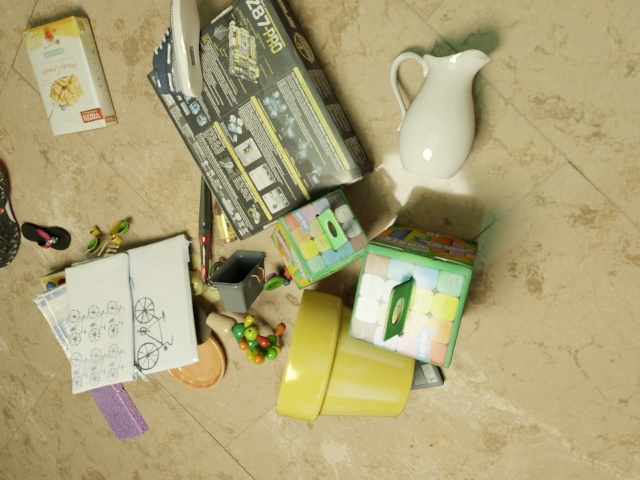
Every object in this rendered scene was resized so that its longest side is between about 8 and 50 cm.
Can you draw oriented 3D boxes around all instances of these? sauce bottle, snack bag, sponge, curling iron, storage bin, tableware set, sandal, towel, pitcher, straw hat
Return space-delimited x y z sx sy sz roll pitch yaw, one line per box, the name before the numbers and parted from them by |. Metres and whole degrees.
sauce bottle | -0.219 -0.058 1.094 0.042 0.042 0.128 -3 110 22
snack bag | -0.451 0.173 1.145 0.342 0.037 0.323 -14 74 12
sponge | -0.618 0.505 1.461 0.117 0.031 0.210 -22 100 27
curling iron | -0.257 -0.016 1.127 0.068 0.035 0.274 -9 102 -20
storage bin | -0.171 0.096 1.088 0.098 0.135 0.091 3 121 20
tableware set | -0.543 -0.011 1.217 0.154 0.104 0.024 3 150 40
sandal | -0.766 -0.007 1.329 0.179 0.040 0.067 10 112 18
towel | -0.578 0.222 1.266 0.034 0.209 0.285 -5 112 60
pitcher | 0.187 -0.222 0.843 0.178 0.125 0.207 20 105 36
straw hat | -0.309 0.104 1.178 0.144 0.061 0.144 7 112 19

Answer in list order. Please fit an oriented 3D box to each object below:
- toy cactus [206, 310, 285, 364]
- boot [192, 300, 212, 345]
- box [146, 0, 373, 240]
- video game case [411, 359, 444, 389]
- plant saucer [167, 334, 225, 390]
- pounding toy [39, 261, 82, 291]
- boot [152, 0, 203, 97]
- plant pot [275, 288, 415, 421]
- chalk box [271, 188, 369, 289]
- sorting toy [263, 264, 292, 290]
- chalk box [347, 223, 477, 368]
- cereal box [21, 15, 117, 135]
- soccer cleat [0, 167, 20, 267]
toy cactus | -0.173 0.210 1.105 0.180 0.219 0.112 28 79 7
boot | -0.388 0.185 1.211 0.305 0.112 0.115 20 157 21
box | -0.125 -0.236 0.964 0.318 0.097 0.395 -26 97 29
video game case | 0.115 0.259 1.088 0.274 0.026 0.196 -18 101 27
plant saucer | -0.334 0.302 1.273 0.200 0.037 0.200 7 112 18
pounding toy | -0.682 0.147 1.318 0.130 0.100 0.141 -14 103 25
boot | -0.273 -0.363 0.890 0.086 0.069 0.190 8 111 17
plant pot | 0.053 0.244 0.970 0.239 0.254 0.254 12 114 0
chalk box | 0.000 0.000 0.905 0.132 0.213 0.132 -26 84 -14
sorting toy | -0.086 0.074 1.082 0.102 0.061 0.042 -26 66 -7
chalk box | 0.166 0.091 0.846 0.179 0.289 0.180 14 105 16
cereal box | -0.582 -0.375 1.120 0.173 0.047 0.240 -3 107 23
soccer cleat | -0.921 -0.074 1.345 0.116 0.109 0.318 28 122 35
